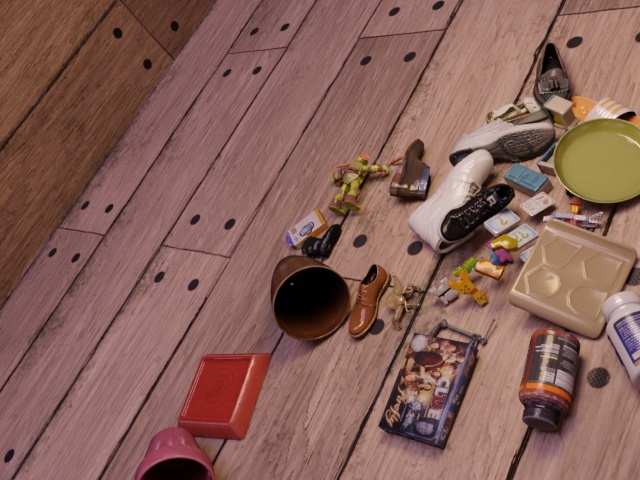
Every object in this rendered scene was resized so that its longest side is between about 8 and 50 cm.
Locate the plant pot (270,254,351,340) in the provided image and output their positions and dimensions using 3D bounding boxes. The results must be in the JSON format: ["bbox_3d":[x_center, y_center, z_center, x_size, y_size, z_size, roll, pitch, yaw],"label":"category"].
[{"bbox_3d":[-0.053,0.131,2.097,0.215,0.215,0.230,-43,25,1],"label":"plant pot"}]

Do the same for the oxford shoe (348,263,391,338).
[{"bbox_3d":[0.116,0.158,2.010,0.076,0.076,0.212,3,59,39],"label":"oxford shoe"}]

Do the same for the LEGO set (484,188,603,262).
[{"bbox_3d":[0.544,-0.057,1.808,0.244,0.060,0.182,-29,48,-13],"label":"LEGO set"}]

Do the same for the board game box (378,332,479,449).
[{"bbox_3d":[0.250,0.342,1.745,0.165,0.042,0.243,5,63,43],"label":"board game box"}]

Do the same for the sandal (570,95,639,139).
[{"bbox_3d":[0.708,-0.325,1.936,0.102,0.076,0.265,-45,39,-1],"label":"sandal"}]

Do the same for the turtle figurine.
[{"bbox_3d":[0.112,-0.188,2.307,0.269,0.087,0.217,-3,54,38],"label":"turtle figurine"}]

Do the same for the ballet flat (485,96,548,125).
[{"bbox_3d":[0.562,-0.360,2.097,0.213,0.068,0.072,-18,46,27],"label":"ballet flat"}]

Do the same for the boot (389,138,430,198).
[{"bbox_3d":[0.289,-0.203,2.204,0.106,0.082,0.219,15,60,22],"label":"boot"}]

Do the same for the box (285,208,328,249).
[{"bbox_3d":[-0.045,-0.031,2.350,0.136,0.028,0.081,-38,40,10],"label":"box"}]

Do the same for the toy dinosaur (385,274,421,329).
[{"bbox_3d":[0.210,0.140,1.963,0.092,0.053,0.183,-22,44,26],"label":"toy dinosaur"}]

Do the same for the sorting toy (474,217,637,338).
[{"bbox_3d":[0.523,0.066,1.709,0.307,0.041,0.229,24,74,26],"label":"sorting toy"}]

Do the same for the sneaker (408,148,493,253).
[{"bbox_3d":[0.382,-0.093,1.993,0.292,0.108,0.169,-49,40,9],"label":"sneaker"}]

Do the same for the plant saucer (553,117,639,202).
[{"bbox_3d":[0.684,-0.186,1.815,0.241,0.037,0.241,-7,61,12],"label":"plant saucer"}]

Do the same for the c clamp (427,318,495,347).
[{"bbox_3d":[0.328,0.234,1.809,0.160,0.022,0.137,13,70,44],"label":"c clamp"}]

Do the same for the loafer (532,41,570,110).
[{"bbox_3d":[0.629,-0.450,2.066,0.096,0.084,0.267,-2,40,12],"label":"loafer"}]

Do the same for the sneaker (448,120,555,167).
[{"bbox_3d":[0.493,-0.281,2.060,0.297,0.111,0.129,-9,45,34],"label":"sneaker"}]

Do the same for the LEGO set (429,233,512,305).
[{"bbox_3d":[0.385,0.097,1.840,0.227,0.093,0.087,-40,8,12],"label":"LEGO set"}]

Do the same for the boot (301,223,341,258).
[{"bbox_3d":[0.000,0.000,2.272,0.099,0.045,0.121,4,59,45],"label":"boot"}]

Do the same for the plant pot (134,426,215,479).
[{"bbox_3d":[-0.381,0.591,1.968,0.201,0.201,0.180,-40,24,4],"label":"plant pot"}]

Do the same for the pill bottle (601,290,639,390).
[{"bbox_3d":[0.638,0.196,1.506,0.112,0.112,0.187,-29,42,17],"label":"pill bottle"}]

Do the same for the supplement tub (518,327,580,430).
[{"bbox_3d":[0.472,0.290,1.568,0.106,0.106,0.198,-2,54,39],"label":"supplement tub"}]

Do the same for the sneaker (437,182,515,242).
[{"bbox_3d":[0.389,-0.080,1.866,0.217,0.079,0.121,-34,-6,-23],"label":"sneaker"}]

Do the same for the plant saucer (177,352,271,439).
[{"bbox_3d":[-0.283,0.426,2.130,0.258,0.048,0.259,-7,51,36],"label":"plant saucer"}]

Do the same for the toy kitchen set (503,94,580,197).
[{"bbox_3d":[0.556,-0.243,1.920,0.207,0.166,0.122,-47,39,-5],"label":"toy kitchen set"}]
